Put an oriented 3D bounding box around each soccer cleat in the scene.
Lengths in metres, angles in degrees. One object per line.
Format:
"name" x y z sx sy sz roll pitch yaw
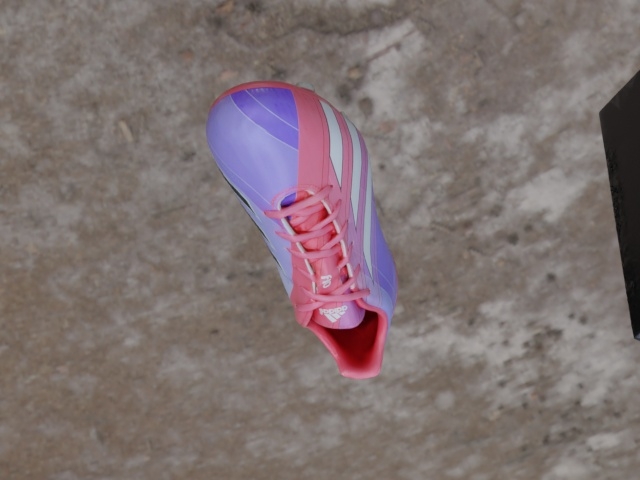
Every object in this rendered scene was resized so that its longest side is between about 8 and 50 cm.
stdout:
"soccer cleat" 0.000 0.000 0.581 0.083 0.095 0.248 -12 149 9

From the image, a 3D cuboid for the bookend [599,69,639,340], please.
"bookend" 0.214 -0.046 0.450 0.072 0.156 0.157 20 138 -16
